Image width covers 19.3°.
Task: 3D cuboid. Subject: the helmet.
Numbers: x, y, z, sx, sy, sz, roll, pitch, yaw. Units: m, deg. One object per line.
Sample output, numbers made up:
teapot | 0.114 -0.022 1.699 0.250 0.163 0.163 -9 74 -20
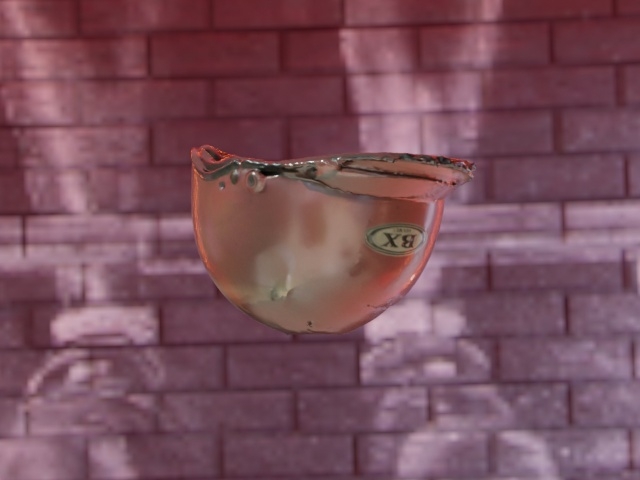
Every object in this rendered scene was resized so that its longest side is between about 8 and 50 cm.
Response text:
helmet | 0.001 0.001 0.492 0.065 0.049 0.084 7 -1 -36
